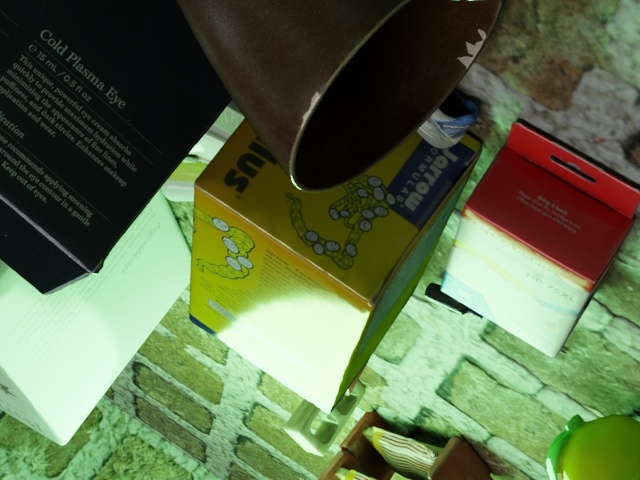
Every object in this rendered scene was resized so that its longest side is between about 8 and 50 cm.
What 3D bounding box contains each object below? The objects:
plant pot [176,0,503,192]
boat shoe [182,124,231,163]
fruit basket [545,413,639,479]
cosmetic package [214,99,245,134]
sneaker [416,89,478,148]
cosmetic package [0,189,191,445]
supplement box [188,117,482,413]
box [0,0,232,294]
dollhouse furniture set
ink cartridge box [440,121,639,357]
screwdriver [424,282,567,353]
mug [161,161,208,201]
[{"bbox_3d":[-0.019,-0.191,1.018,0.230,0.215,0.215,44,161,17],"label":"plant pot"},{"bbox_3d":[-0.176,-0.121,1.497,0.277,0.096,0.098,25,155,26],"label":"boat shoe"},{"bbox_3d":[0.397,0.350,1.419,0.392,0.283,0.392,14,156,6],"label":"fruit basket"},{"bbox_3d":[-0.096,-0.145,1.405,0.115,0.041,0.060,32,158,12],"label":"cosmetic package"},{"bbox_3d":[0.081,-0.138,1.161,0.135,0.052,0.058,34,149,-15],"label":"sneaker"},{"bbox_3d":[-0.416,-0.001,1.789,0.329,0.327,0.394,26,157,23],"label":"cosmetic package"},{"bbox_3d":[0.000,0.000,1.350,0.195,0.194,0.356,33,158,8],"label":"supplement box"},{"bbox_3d":[-0.259,-0.182,1.212,0.343,0.312,0.179,42,158,-13],"label":"box"},{"bbox_3d":[0.048,0.265,1.865,0.201,0.152,0.374,7,144,51],"label":"dollhouse furniture set"},{"bbox_3d":[0.194,0.004,1.225,0.134,0.078,0.231,31,157,13],"label":"ink cartridge box"},{"bbox_3d":[0.191,0.090,1.483,0.170,0.024,0.025,29,128,14],"label":"screwdriver"},{"bbox_3d":[-0.150,-0.077,1.601,0.064,0.062,0.078,11,154,33],"label":"mug"}]
